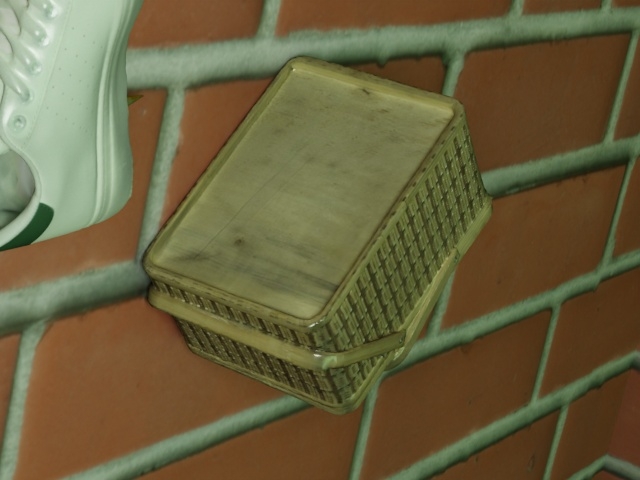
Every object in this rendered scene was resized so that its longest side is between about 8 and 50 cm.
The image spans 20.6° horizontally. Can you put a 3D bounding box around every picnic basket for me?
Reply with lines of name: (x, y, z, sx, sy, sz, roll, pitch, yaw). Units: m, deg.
picnic basket: (0.000, 0.000, 1.767, 0.313, 0.228, 0.175, -55, 147, -25)

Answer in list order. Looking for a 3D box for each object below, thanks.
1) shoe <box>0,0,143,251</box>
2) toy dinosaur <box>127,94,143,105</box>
shoe: (-0.230, -0.148, 1.368, 0.160, 0.132, 0.363, -32, 140, -41)
toy dinosaur: (-0.193, -0.106, 1.557, 0.113, 0.026, 0.041, -15, 110, -49)
